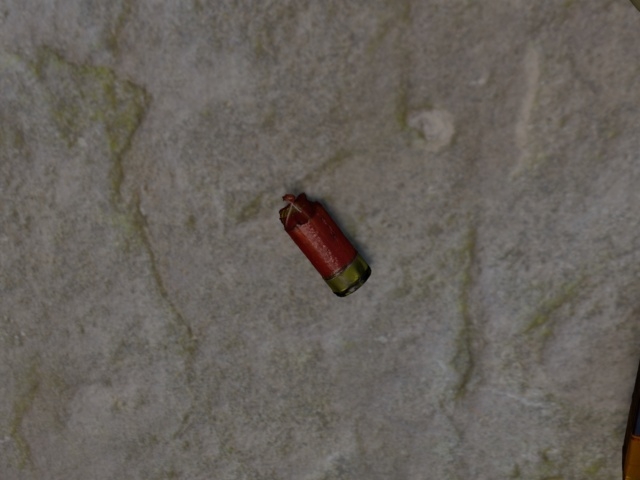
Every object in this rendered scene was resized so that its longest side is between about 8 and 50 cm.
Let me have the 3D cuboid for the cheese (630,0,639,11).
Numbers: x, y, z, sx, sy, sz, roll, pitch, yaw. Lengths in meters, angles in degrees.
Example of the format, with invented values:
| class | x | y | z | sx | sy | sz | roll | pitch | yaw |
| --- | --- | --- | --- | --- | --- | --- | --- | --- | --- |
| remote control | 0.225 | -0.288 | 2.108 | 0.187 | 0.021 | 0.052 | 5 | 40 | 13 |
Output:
| class | x | y | z | sx | sy | sz | roll | pitch | yaw |
| --- | --- | --- | --- | --- | --- | --- | --- | --- | --- |
| cheese | 0.272 | -0.246 | 0.567 | 0.129 | 0.328 | 0.351 | -43 | 112 | -5 |

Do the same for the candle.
| class | x | y | z | sx | sy | sz | roll | pitch | yaw |
| --- | --- | --- | --- | --- | --- | --- | --- | --- | --- |
| candle | 0.000 | 0.000 | 1.022 | 0.052 | 0.052 | 0.130 | -27 | 111 | 34 |

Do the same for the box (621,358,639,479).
| class | x | y | z | sx | sy | sz | roll | pitch | yaw |
| --- | --- | --- | --- | --- | --- | --- | --- | --- | --- |
| box | 0.411 | 0.171 | 0.986 | 0.152 | 0.070 | 0.237 | 7 | 128 | 15 |
